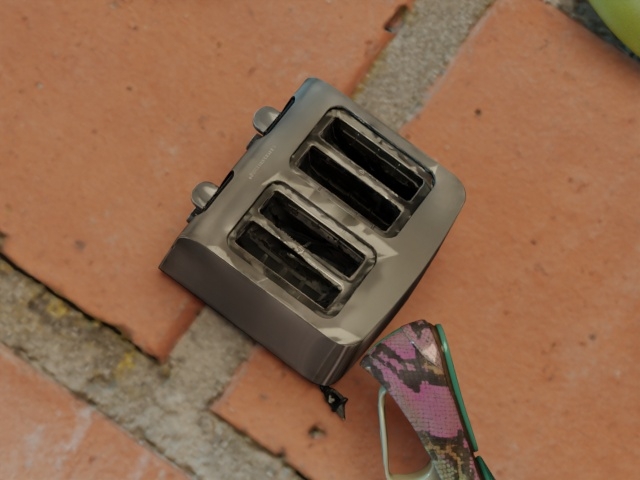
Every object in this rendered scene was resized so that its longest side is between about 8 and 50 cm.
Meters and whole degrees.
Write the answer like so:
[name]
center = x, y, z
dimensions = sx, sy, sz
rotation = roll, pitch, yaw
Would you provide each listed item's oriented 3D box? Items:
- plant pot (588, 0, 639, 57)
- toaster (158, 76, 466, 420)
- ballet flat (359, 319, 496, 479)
[plant pot]
center = 0.286, -0.187, 1.439
dimensions = 0.134, 0.134, 0.095
rotation = -30, 103, -19
[toaster]
center = 0.000, 0.000, 1.315
dimensions = 0.185, 0.110, 0.168
rotation = 37, 69, 4
[ballet flat]
center = 0.088, 0.163, 1.277
dimensions = 0.079, 0.077, 0.221
rotation = -24, 102, 3
